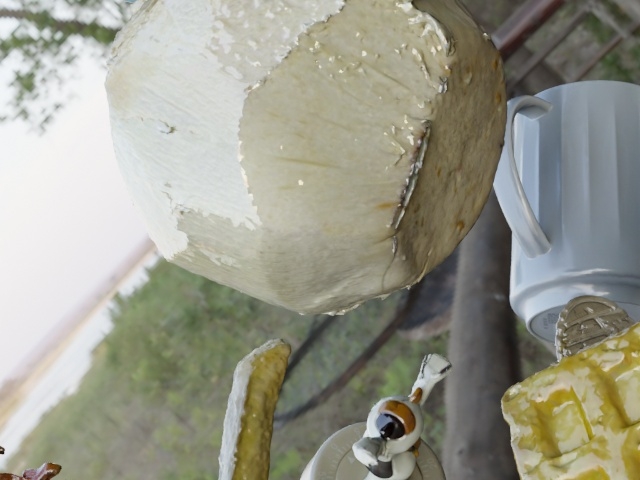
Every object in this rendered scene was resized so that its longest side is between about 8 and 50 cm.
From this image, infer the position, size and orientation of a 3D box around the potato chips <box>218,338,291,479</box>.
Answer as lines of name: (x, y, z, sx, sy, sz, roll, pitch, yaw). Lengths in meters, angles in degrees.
potato chips: (-0.074, 0.297, 1.204, 0.057, 0.080, 0.407, -19, 65, 52)

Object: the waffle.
waffle: (0.270, 0.121, 0.824, 0.274, 0.057, 0.168, -31, 40, 19)

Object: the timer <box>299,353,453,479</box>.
timer: (0.071, 0.234, 1.229, 0.175, 0.175, 0.266, -50, -17, -33)

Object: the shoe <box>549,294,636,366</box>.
shoe: (0.274, 0.144, 1.148, 0.089, 0.180, 0.092, -7, -5, -4)

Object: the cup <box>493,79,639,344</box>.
cup: (0.358, -0.043, 1.610, 0.237, 0.322, 0.327, -23, 53, 48)

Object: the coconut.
coconut: (-0.030, -0.116, 1.077, 0.346, 0.360, 0.346, -38, -42, -45)

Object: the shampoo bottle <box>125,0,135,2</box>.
shampoo bottle: (-0.178, -0.511, 1.496, 0.331, 0.331, 0.343, -42, 6, 36)

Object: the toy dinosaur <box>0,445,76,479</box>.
toy dinosaur: (-0.488, 0.278, 1.277, 0.432, 0.208, 0.097, -13, 22, -7)
